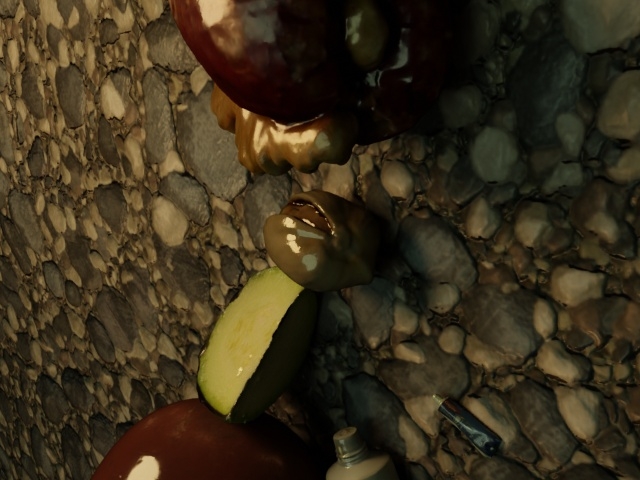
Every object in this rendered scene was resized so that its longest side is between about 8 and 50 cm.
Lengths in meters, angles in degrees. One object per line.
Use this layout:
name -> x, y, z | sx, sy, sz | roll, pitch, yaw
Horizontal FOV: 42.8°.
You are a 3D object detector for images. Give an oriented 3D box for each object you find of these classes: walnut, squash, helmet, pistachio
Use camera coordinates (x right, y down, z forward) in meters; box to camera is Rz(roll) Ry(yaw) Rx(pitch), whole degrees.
walnut -> -0.025, -0.183, 0.743 | 0.269, 0.222, 0.243 | 40, 124, 51
squash -> -0.068, 0.127, 0.995 | 0.191, 0.085, 0.184 | -58, 23, -5
helmet -> -0.111, 0.317, 0.981 | 0.385, 0.338, 0.230 | 18, 91, 27
pistachio -> 0.000, 0.000, 0.868 | 0.149, 0.113, 0.113 | 29, 126, 59

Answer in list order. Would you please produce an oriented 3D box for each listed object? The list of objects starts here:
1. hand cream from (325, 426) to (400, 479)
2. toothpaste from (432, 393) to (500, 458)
hand cream -> 0.088, 0.372, 0.945 | 0.124, 0.078, 0.340 | -11, 104, 48
toothpaste -> 0.147, 0.186, 0.833 | 0.083, 0.019, 0.027 | 40, 113, 27
